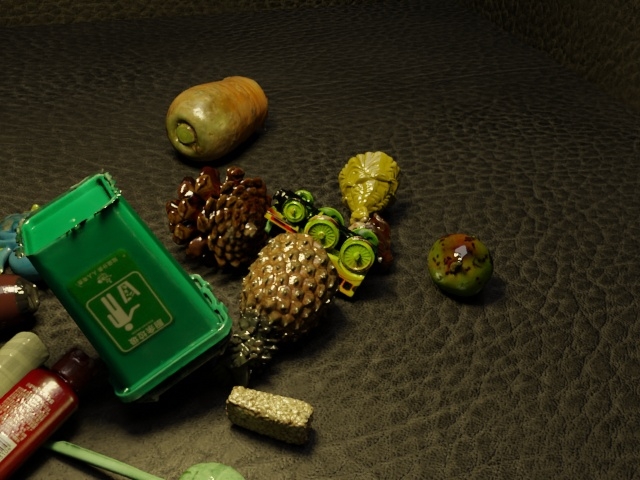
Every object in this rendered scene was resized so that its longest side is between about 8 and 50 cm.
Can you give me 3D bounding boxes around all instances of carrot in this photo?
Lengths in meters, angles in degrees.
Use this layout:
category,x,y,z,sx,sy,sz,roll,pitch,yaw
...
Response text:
category,x,y,z,sx,sy,sz,roll,pitch,yaw
carrot,-0.313,-0.377,2.094,0.224,0.224,0.341,20,36,21

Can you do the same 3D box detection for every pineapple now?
category,x,y,z,sx,sy,sz,roll,pitch,yaw
pineapple,-0.108,0.150,1.447,0.202,0.202,0.362,23,54,24

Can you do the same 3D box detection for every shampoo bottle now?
category,x,y,z,sx,sy,sz,roll,pitch,yaw
shampoo bottle,-0.529,0.321,1.208,0.118,0.076,0.314,27,50,16

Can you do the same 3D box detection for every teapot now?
category,x,y,z,sx,sy,sz,roll,pitch,yaw
teapot,-0.631,0.266,1.316,0.107,0.077,0.200,-6,29,29

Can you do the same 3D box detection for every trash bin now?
category,x,y,z,sx,sy,sz,roll,pitch,yaw
trash bin,-0.369,0.077,1.299,0.259,0.381,0.295,-34,31,-10

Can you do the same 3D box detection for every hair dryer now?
category,x,y,z,sx,sy,sz,roll,pitch,yaw
hair dryer,-0.765,0.031,1.432,0.313,0.340,0.123,-5,3,-3

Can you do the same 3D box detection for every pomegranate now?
category,x,y,z,sx,sy,sz,roll,pitch,yaw
pomegranate,0.344,0.041,1.654,0.156,0.156,0.220,17,36,17

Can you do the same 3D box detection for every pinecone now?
category,x,y,z,sx,sy,sz,roll,pitch,yaw
pinecone,-0.255,-0.057,1.656,0.264,0.264,0.264,3,36,-2

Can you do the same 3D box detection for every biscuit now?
category,x,y,z,sx,sy,sz,roll,pitch,yaw
biscuit,-0.095,0.323,1.281,0.169,0.082,0.070,12,35,12

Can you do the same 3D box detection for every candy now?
category,x,y,z,sx,sy,sz,roll,pitch,yaw
candy,-0.321,0.397,1.164,0.440,0.119,0.119,10,36,20

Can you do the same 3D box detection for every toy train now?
category,x,y,z,sx,sy,sz,roll,pitch,yaw
toy train,0.000,0.000,1.604,0.296,0.160,0.100,33,26,2

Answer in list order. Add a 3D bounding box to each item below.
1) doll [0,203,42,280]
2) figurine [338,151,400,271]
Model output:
category,x,y,z,sx,sy,sz,roll,pitch,yaw
doll,-0.696,0.017,1.640,0.346,0.098,0.341,-26,36,-24
figurine,0.114,-0.062,1.769,0.187,0.168,0.315,-28,34,31
